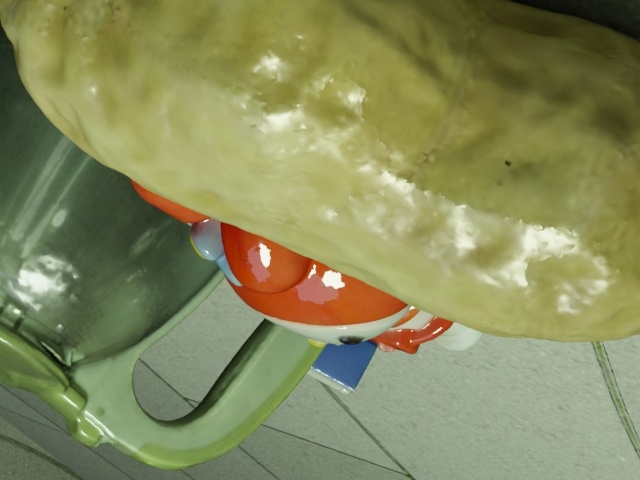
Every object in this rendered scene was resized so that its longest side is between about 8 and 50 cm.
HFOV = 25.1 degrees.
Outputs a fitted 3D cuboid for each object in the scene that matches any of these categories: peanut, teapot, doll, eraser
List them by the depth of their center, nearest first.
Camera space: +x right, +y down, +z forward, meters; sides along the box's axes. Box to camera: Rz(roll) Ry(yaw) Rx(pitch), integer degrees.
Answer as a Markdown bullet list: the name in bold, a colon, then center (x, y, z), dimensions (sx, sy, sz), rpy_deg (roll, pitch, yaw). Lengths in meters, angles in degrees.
- **peanut**: center (0.025, -0.072, 0.690), dimensions (0.387, 0.170, 0.192), rpy_deg (24, 159, 8)
- **doll**: center (0.000, 0.000, 0.948), dimensions (0.161, 0.130, 0.290), rpy_deg (18, 172, 47)
- **teapot**: center (-0.172, 0.015, 1.075), dimensions (0.239, 0.239, 0.321), rpy_deg (13, 156, 43)
- **eraser**: center (0.005, 0.088, 1.257), dimensions (0.084, 0.063, 0.027), rpy_deg (30, 159, 0)
